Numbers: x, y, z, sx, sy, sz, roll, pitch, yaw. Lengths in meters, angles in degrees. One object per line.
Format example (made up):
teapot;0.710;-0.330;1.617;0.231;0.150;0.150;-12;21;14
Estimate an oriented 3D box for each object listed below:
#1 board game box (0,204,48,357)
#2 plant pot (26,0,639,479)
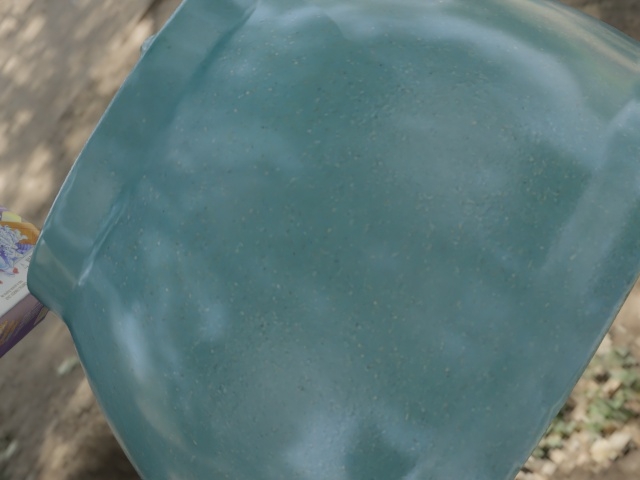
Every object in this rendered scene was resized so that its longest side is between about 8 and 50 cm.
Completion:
board game box;-0.360;0.029;1.109;0.078;0.233;0.347;-60;0;19
plant pot;0.000;0.000;0.612;0.293;0.196;0.293;-58;0;-1
